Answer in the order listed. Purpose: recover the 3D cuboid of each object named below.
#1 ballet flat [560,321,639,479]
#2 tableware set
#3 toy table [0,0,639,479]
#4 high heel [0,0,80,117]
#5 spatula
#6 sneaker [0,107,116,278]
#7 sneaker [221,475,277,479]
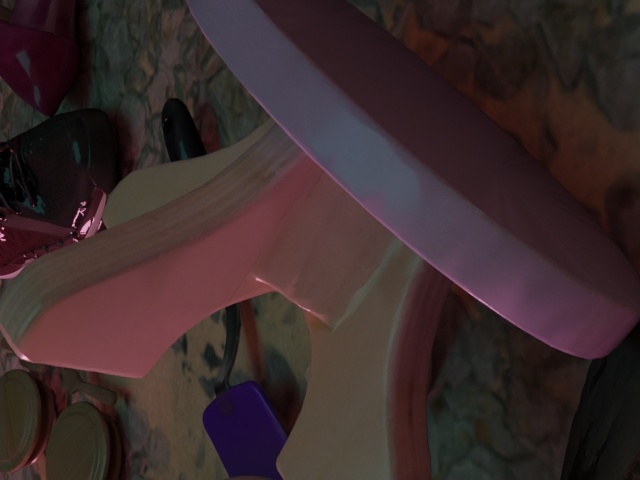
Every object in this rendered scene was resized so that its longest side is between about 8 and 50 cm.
[{"bbox_3d":[0.129,0.122,0.493,0.084,0.058,0.250,-90,14,-78],"label":"ballet flat"},{"bbox_3d":[-0.216,0.163,0.978,0.194,0.039,0.128,14,90,47],"label":"tableware set"},{"bbox_3d":[0.000,0.000,0.533,0.161,0.252,0.274,-54,38,17],"label":"toy table"},{"bbox_3d":[-0.286,-0.155,1.034,0.244,0.082,0.117,0,80,41],"label":"high heel"},{"bbox_3d":[-0.063,0.042,0.769,0.084,0.030,0.297,-38,61,50],"label":"spatula"},{"bbox_3d":[-0.283,-0.026,0.959,0.281,0.162,0.106,-31,66,50],"label":"sneaker"},{"bbox_3d":[0.043,0.267,0.562,0.236,0.130,0.323,-17,73,44],"label":"sneaker"}]
